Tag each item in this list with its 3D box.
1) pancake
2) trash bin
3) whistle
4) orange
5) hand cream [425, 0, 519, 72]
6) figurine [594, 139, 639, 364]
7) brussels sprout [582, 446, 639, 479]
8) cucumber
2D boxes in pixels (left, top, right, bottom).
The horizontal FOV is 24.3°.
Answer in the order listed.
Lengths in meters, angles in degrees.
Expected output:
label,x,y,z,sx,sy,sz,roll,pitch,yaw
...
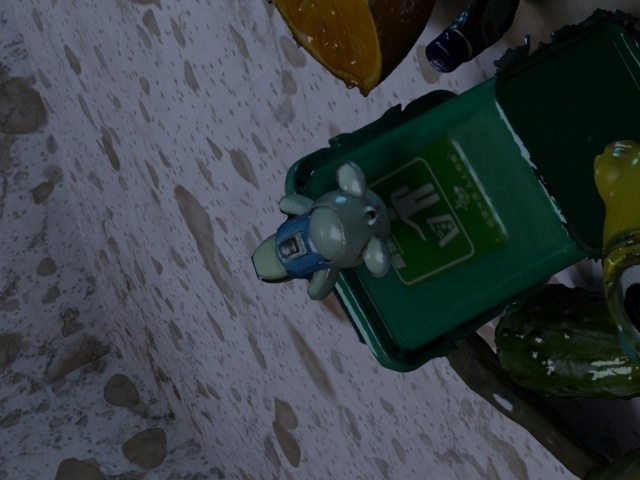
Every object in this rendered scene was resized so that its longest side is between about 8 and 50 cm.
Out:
label,x,y,z,sx,sy,sz,roll,pitch,yaw
pancake,0.248,0.204,1.787,0.294,0.049,0.294,43,-176,-4
trash bin,0.184,-0.054,1.477,0.259,0.295,0.381,61,148,-1
whistle,0.000,0.000,1.448,0.235,0.077,0.114,-26,83,58
orange,-0.008,-0.330,1.559,0.310,0.274,0.274,29,164,-14
hand cream,0.159,-0.219,1.448,0.039,0.163,0.062,17,138,33
figurine,0.363,0.044,1.196,0.323,0.231,0.340,-5,127,44
brussels sprout,0.373,0.304,1.552,0.210,0.219,0.271,59,140,30
cucumber,0.307,0.113,1.588,0.244,0.134,0.134,-2,115,61
